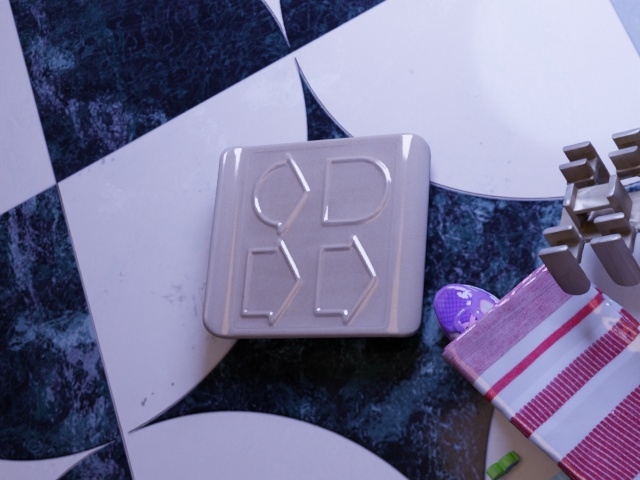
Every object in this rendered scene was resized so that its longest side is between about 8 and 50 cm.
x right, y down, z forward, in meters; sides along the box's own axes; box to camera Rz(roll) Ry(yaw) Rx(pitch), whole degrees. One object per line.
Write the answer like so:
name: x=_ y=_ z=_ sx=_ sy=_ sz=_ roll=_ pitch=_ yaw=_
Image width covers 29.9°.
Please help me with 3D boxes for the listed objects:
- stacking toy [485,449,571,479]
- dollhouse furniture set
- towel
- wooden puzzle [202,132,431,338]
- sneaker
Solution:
stacking toy: x=0.352 y=0.312 z=1.630 sx=0.221 sy=0.052 sz=0.167 roll=-41 pitch=61 yaw=8
dollhouse furniture set: x=0.449 y=-0.026 z=1.639 sx=0.242 sy=0.161 sz=0.212 roll=-13 pitch=41 yaw=35
towel: x=0.359 y=0.189 z=1.601 sx=0.237 sy=0.037 sz=0.329 roll=-38 pitch=67 yaw=-21
wooden puzzle: x=0.000 y=0.000 z=1.885 sx=0.348 sy=0.080 sz=0.322 roll=-1 pitch=73 yaw=20
sneaker: x=0.243 y=0.144 z=1.706 sx=0.095 sy=0.104 sz=0.236 roll=-45 pitch=60 yaw=7
